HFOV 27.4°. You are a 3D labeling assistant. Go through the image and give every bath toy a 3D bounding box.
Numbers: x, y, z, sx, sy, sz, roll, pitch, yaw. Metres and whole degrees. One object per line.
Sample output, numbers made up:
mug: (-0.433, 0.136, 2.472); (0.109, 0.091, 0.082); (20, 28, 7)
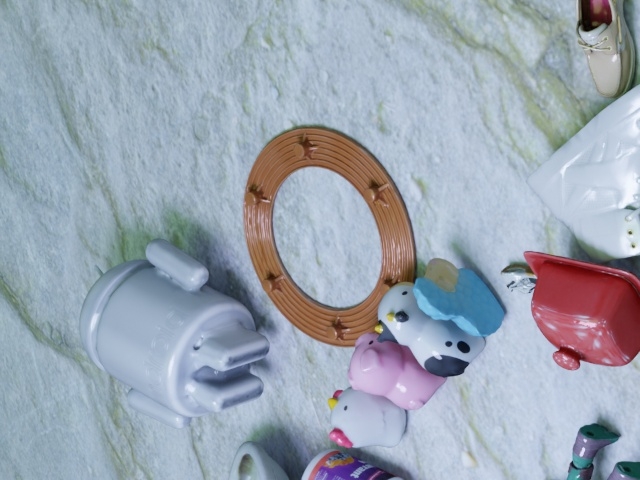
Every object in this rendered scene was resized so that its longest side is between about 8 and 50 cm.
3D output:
bath toy: (0.105, 0.175, 1.823); (0.151, 0.129, 0.348); (49, 133, 18)

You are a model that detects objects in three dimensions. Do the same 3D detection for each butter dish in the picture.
butter dish: (0.315, 0.101, 1.566); (0.160, 0.118, 0.160); (12, 154, 40)

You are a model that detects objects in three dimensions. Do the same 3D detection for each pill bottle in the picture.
pill bottle: (0.072, 0.390, 1.946); (0.193, 0.108, 0.108); (18, 117, 37)

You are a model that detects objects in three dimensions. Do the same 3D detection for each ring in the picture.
ring: (0.000, 0.000, 1.926); (0.336, 0.032, 0.336); (16, 116, 38)

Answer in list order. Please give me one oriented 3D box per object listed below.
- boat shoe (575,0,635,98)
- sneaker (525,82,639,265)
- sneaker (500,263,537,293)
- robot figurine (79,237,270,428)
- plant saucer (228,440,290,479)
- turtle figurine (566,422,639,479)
boat shoe: (0.321, -0.244, 1.513); (0.063, 0.059, 0.170); (1, 106, 43)
sneaker: (0.376, -0.081, 1.498); (0.169, 0.108, 0.292); (56, 144, 11)
sneaker: (0.273, 0.051, 1.692); (0.083, 0.032, 0.037); (0, 119, 48)
robot figurine: (-0.244, 0.151, 2.090); (0.353, 0.200, 0.300); (22, 109, 36)
plant saucer: (-0.075, 0.517, 2.060); (0.400, 0.100, 0.400); (-178, 90, -76)
turtle figurine: (0.337, 0.363, 1.689); (0.175, 0.118, 0.234); (35, 120, 30)
